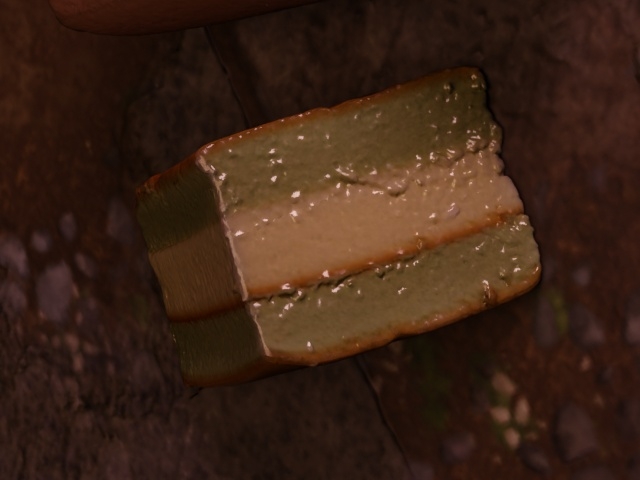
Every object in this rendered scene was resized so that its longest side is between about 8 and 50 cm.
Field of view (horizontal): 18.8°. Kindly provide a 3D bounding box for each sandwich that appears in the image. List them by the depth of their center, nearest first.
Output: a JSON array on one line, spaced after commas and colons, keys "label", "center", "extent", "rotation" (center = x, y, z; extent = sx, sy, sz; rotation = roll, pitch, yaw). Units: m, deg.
[{"label": "sandwich", "center": [0.000, 0.000, 0.962], "extent": [0.187, 0.144, 0.117], "rotation": [158, 97, -73]}]

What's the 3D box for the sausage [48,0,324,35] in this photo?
[{"label": "sausage", "center": [-0.012, -0.167, 0.873], "extent": [0.253, 0.123, 0.123], "rotation": [-8, 93, 36]}]
